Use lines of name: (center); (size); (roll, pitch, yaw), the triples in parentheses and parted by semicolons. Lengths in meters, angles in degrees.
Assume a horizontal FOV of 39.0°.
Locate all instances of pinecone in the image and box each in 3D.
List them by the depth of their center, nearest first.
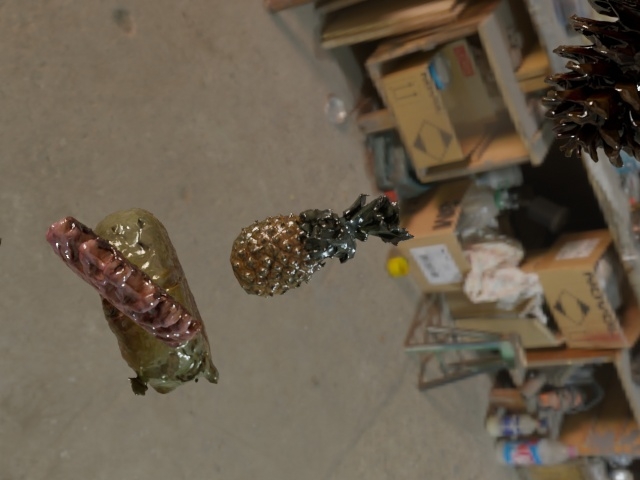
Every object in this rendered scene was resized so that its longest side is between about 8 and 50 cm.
pinecone: (0.405, -0.218, 1.123); (0.292, 0.246, 0.246); (-49, 135, 6)

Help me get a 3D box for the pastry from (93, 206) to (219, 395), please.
pastry: (-0.283, 0.099, 1.507); (0.329, 0.136, 0.329); (159, -90, -84)

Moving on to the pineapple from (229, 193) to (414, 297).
pineapple: (0.000, 0.000, 1.238); (0.125, 0.251, 0.125); (46, 35, -46)

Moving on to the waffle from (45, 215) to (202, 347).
waffle: (-0.243, 0.054, 1.096); (0.221, 0.234, 0.055); (39, 74, -3)

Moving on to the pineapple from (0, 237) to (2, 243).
pineapple: (-0.485, -0.025, 1.085); (0.076, 0.225, 0.224); (-88, 154, -64)
